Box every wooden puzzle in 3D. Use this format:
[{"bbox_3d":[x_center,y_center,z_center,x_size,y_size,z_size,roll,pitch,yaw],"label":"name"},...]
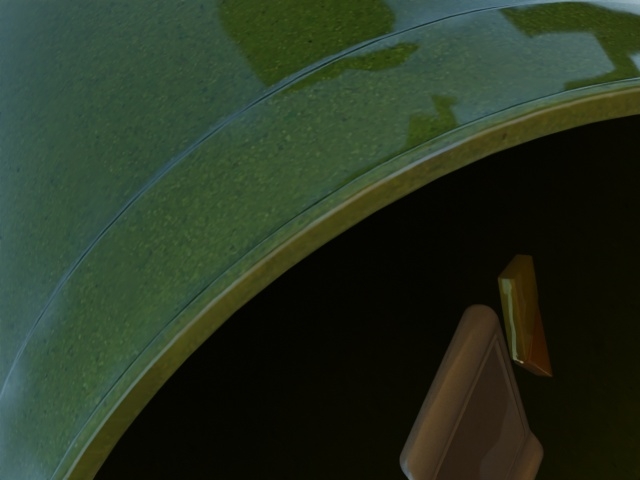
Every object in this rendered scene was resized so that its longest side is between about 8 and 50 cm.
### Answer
[{"bbox_3d":[0.047,0.066,0.597,0.116,0.014,0.078,-58,-40,-41],"label":"wooden puzzle"}]

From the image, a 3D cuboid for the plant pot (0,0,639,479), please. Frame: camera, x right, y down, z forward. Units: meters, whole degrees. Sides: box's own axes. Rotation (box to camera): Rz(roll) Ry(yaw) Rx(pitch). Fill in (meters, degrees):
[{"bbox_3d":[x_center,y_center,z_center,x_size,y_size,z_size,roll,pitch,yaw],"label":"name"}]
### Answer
[{"bbox_3d":[0.000,0.000,0.775,0.367,0.353,0.366,-16,-47,-18],"label":"plant pot"}]
